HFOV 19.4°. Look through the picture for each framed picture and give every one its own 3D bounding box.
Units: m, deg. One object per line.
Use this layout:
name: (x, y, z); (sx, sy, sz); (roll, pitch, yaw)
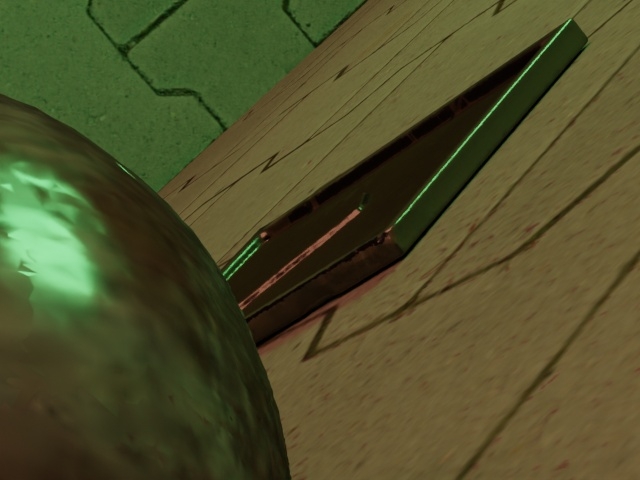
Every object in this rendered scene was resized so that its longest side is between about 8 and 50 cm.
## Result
framed picture: (0.000, 0.000, 1.002); (0.289, 0.016, 0.213); (-33, 11, 45)

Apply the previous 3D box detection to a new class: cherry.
cherry: (-0.123, 0.070, 0.451); (0.285, 0.213, 0.236); (12, 71, 51)
